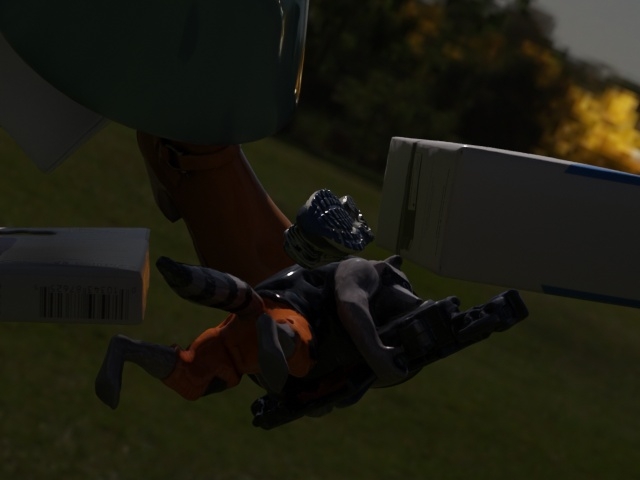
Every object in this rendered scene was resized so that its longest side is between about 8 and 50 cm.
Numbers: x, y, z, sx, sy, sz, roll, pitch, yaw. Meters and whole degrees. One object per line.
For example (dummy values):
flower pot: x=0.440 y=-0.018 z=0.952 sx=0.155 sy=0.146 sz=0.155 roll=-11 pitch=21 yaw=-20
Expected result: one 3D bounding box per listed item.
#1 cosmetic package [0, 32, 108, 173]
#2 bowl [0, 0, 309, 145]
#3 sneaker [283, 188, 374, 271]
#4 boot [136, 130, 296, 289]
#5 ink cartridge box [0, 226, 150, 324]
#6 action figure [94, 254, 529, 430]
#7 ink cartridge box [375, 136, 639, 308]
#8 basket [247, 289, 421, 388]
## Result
cosmetic package: x=-0.292 y=-0.362 z=2.099 sx=0.393 sy=0.329 sz=0.327 roll=49 pitch=-36 yaw=-5
bowl: x=-0.131 y=-0.247 z=1.634 sx=0.311 sy=0.163 sz=0.311 roll=21 pitch=33 yaw=-14
sneaker: x=0.000 y=0.000 z=1.298 sx=0.052 sy=0.058 sz=0.135 roll=59 pitch=10 yaw=9
boot: x=-0.096 y=-0.074 z=1.861 sx=0.109 sy=0.220 sz=0.283 roll=-27 pitch=51 yaw=-22
ink cartridge box: x=-0.339 y=0.035 z=1.934 sx=0.303 sy=0.072 sz=0.307 roll=0 pitch=6 yaw=-3
action figure: x=0.004 y=0.064 z=1.625 sx=0.330 sy=0.341 sz=0.178 roll=-14 pitch=81 yaw=-57
ink cartridge box: x=0.253 y=-0.030 z=2.297 sx=0.285 sy=0.166 sz=0.395 roll=9 pitch=4 yaw=-10
basket: x=0.001 y=0.109 z=2.128 sx=0.204 sy=0.154 sz=0.227 roll=21 pitch=10 yaw=23
